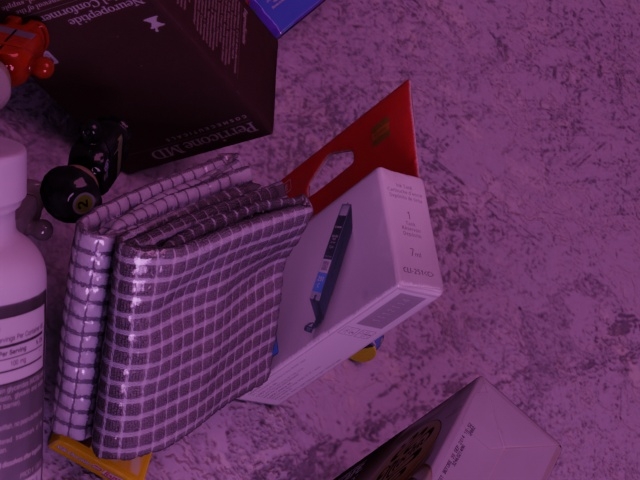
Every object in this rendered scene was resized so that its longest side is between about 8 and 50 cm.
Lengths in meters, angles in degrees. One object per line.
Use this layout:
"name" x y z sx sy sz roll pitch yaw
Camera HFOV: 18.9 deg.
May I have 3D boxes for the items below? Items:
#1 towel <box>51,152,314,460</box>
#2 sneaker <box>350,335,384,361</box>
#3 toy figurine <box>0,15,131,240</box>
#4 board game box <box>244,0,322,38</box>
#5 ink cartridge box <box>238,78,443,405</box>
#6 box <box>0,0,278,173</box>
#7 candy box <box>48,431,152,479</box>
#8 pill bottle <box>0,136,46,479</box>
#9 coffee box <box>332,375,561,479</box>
"towel" -0.132 0.065 1.889 0.121 0.235 0.284 21 26 29
"sneaker" 0.023 0.069 2.191 0.144 0.053 0.059 56 43 -10
"toy figurine" -0.315 -0.088 1.876 0.213 0.209 0.148 52 30 -17
"board game box" -0.058 -0.397 2.394 0.233 0.078 0.347 50 43 -4
"ink cartridge box" 0.000 0.000 2.036 0.066 0.296 0.261 13 56 -34
"box" -0.214 -0.237 1.973 0.381 0.191 0.143 45 37 -49
"candy box" -0.204 0.149 1.963 0.105 0.027 0.206 35 46 -24
"pill bottle" -0.337 0.096 1.624 0.210 0.210 0.363 -8 106 -43
"coffee box" 0.087 0.285 1.930 0.119 0.297 0.168 42 45 -8
